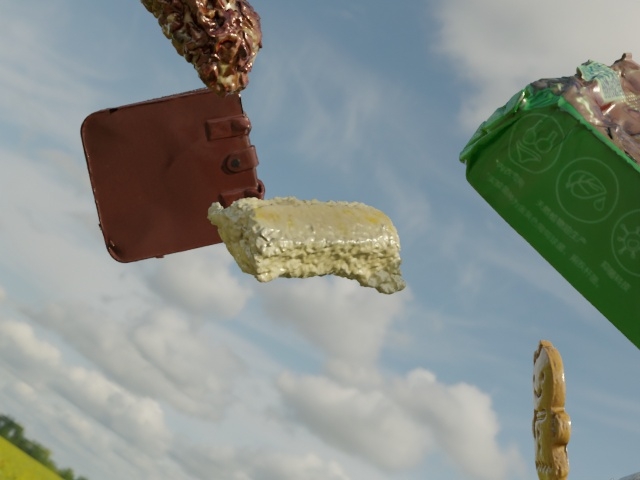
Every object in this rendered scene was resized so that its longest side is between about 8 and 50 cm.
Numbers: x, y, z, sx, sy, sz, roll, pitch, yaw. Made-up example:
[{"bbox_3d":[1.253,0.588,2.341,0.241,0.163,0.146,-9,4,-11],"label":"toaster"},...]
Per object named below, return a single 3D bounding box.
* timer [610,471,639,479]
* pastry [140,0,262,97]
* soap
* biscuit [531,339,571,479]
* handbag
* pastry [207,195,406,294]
[{"bbox_3d":[0.446,0.388,1.416,0.178,0.253,0.078,-41,-105,48],"label":"timer"},{"bbox_3d":[-0.134,-0.253,1.071,0.208,0.097,0.115,55,22,24],"label":"pastry"},{"bbox_3d":[0.227,0.003,0.599,0.273,0.218,0.098,46,-56,23],"label":"soap"},{"bbox_3d":[0.292,0.224,1.278,0.027,0.184,0.133,1,1,-1],"label":"biscuit"},{"bbox_3d":[-0.236,-0.111,1.622,0.084,0.275,0.260,-132,-148,-80],"label":"handbag"},{"bbox_3d":[0.000,0.004,1.203,0.258,0.121,0.089,5,-45,-31],"label":"pastry"}]
